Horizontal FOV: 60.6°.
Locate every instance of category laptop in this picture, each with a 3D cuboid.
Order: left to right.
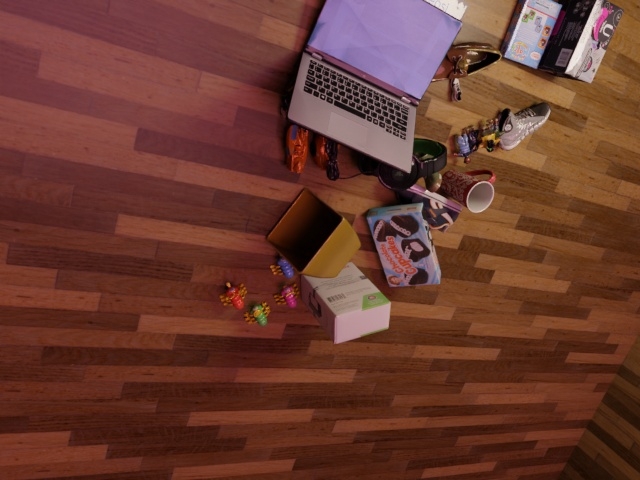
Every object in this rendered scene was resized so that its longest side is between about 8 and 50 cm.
[{"bbox_3d":[0.155,-0.460,1.477,0.382,0.407,0.236,21,148,-17],"label":"laptop"}]

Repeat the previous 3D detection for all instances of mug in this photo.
[{"bbox_3d":[0.518,-0.183,1.908,0.150,0.169,0.113,-19,121,-18],"label":"mug"}]

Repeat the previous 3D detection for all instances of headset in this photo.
[{"bbox_3d":[0.197,-0.263,1.658,0.395,0.243,0.185,-18,120,-20],"label":"headset"}]

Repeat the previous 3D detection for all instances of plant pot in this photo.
[{"bbox_3d":[0.000,0.000,1.725,0.212,0.212,0.187,-52,137,4],"label":"plant pot"}]

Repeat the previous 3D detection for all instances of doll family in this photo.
[{"bbox_3d":[0.549,-0.341,1.897,0.193,0.076,0.111,-16,121,9],"label":"doll family"}]

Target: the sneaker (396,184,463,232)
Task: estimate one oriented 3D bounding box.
[{"bbox_3d":[0.358,-0.114,1.888,0.321,0.126,0.127,20,99,-34],"label":"sneaker"}]

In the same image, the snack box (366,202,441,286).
[{"bbox_3d":[0.294,0.023,1.901,0.187,0.060,0.321,-6,126,23],"label":"snack box"}]

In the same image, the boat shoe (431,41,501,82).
[{"bbox_3d":[0.422,-0.562,1.711,0.308,0.104,0.110,-22,122,-16],"label":"boat shoe"}]

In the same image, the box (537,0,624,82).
[{"bbox_3d":[0.866,-0.677,1.843,0.142,0.163,0.247,7,111,-28],"label":"box"}]

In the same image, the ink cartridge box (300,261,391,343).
[{"bbox_3d":[0.076,0.198,1.811,0.199,0.273,0.114,-12,121,-21],"label":"ink cartridge box"}]

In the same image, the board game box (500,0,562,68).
[{"bbox_3d":[0.699,-0.699,1.824,0.160,0.039,0.211,7,110,-29],"label":"board game box"}]

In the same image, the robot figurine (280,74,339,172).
[{"bbox_3d":[-0.015,-0.346,1.608,0.211,0.085,0.290,-6,117,-27],"label":"robot figurine"}]

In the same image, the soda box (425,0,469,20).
[{"bbox_3d":[0.286,-0.700,1.583,0.287,0.091,0.098,12,109,-31],"label":"soda box"}]

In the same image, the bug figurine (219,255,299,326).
[{"bbox_3d":[-0.175,0.170,1.791,0.279,0.072,0.216,-32,124,-10],"label":"bug figurine"}]

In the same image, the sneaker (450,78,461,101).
[{"bbox_3d":[0.450,-0.497,1.799,0.032,0.037,0.083,-22,120,-14],"label":"sneaker"}]

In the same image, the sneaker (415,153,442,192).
[{"bbox_3d":[0.344,-0.233,1.800,0.086,0.192,0.064,32,126,-15],"label":"sneaker"}]

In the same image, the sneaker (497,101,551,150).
[{"bbox_3d":[0.706,-0.435,1.933,0.229,0.086,0.132,-44,123,0],"label":"sneaker"}]
